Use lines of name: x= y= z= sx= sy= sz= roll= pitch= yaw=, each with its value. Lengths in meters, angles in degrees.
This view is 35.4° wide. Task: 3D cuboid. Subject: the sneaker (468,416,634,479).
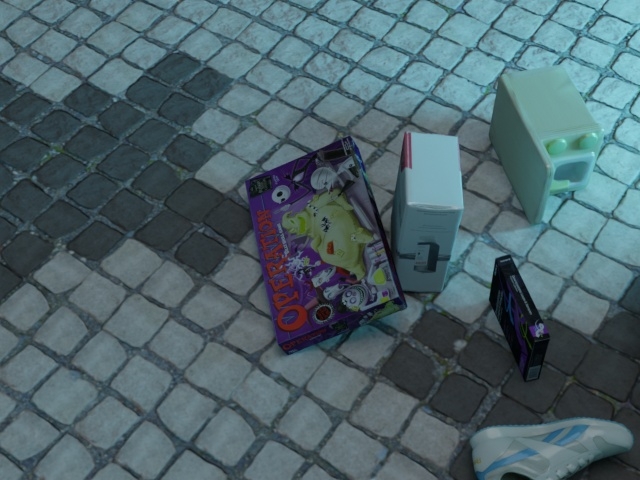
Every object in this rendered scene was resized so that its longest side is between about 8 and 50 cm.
sneaker: x=0.329 y=0.307 z=1.415 sx=0.228 sy=0.087 sz=0.092 roll=-8 pitch=59 yaw=3

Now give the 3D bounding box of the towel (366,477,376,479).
towel: x=-0.023 y=0.489 z=1.216 sx=0.317 sy=0.053 sz=0.332 roll=-16 pitch=75 yaw=-11

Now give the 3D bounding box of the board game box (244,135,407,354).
board game box: x=0.000 y=0.000 z=1.640 sx=0.208 sy=0.056 sz=0.347 roll=-26 pitch=51 yaw=14

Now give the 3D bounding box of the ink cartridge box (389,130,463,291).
ink cartridge box: x=0.165 y=-0.042 z=1.603 sx=0.092 sy=0.218 sz=0.159 roll=5 pitch=52 yaw=-2

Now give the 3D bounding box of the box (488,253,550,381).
box: x=0.302 y=0.118 z=1.539 sx=0.029 sy=0.116 sz=0.162 roll=-12 pitch=52 yaw=-7

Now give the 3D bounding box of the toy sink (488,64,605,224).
toy sink: x=0.399 y=-0.166 z=1.741 sx=0.131 sy=0.153 sz=0.234 roll=-10 pitch=51 yaw=-8
